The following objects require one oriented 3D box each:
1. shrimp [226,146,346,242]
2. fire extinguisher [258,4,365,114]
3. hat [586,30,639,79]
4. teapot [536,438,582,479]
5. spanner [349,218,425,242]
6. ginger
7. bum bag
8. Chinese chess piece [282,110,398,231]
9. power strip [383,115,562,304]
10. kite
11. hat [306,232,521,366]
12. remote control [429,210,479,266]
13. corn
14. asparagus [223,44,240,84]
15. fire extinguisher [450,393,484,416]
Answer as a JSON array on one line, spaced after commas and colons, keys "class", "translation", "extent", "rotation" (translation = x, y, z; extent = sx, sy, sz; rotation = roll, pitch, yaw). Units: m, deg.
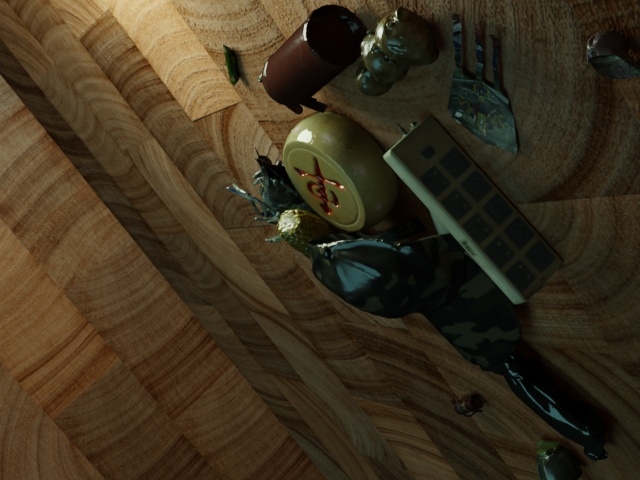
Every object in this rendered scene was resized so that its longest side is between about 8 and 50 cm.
[{"class": "shrimp", "translation": [-0.052, -0.063, 2.000], "extent": [0.166, 0.221, 0.410], "rotation": [-22, 138, 33]}, {"class": "fire extinguisher", "translation": [-0.016, -0.295, 1.633], "extent": [0.147, 0.106, 0.337], "rotation": [29, 163, -14]}, {"class": "hat", "translation": [0.359, -0.227, 1.123], "extent": [0.087, 0.042, 0.058], "rotation": [18, 172, -23]}, {"class": "teapot", "translation": [0.500, 0.482, 2.014], "extent": [0.124, 0.092, 0.091], "rotation": [-22, 93, 61]}, {"class": "spanner", "translation": [0.134, -0.001, 1.946], "extent": [0.093, 0.026, 0.325], "rotation": [49, 158, -8]}, {"class": "ginger", "translation": [0.107, -0.283, 1.432], "extent": [0.104, 0.080, 0.204], "rotation": [35, 158, -11]}, {"class": "bum bag", "translation": [0.449, 0.310, 1.830], "extent": [0.326, 0.080, 0.142], "rotation": [40, 165, 8]}, {"class": "Chinese chess piece", "translation": [0.037, -0.131, 1.805], "extent": [0.251, 0.097, 0.251], "rotation": [39, 156, 21]}, {"class": "power strip", "translation": [0.247, -0.055, 1.528], "extent": [0.367, 0.106, 0.043], "rotation": [48, 161, -1]}, {"class": "kite", "translation": [0.235, -0.229, 1.371], "extent": [0.141, 0.015, 0.245], "rotation": [32, 158, 31]}, {"class": "hat", "translation": [0.171, 0.120, 1.742], "extent": [0.382, 0.257, 0.366], "rotation": [63, 155, -10]}, {"class": "remote control", "translation": [0.250, -0.008, 1.680], "extent": [0.103, 0.051, 0.293], "rotation": [21, 149, 41]}, {"class": "corn", "translation": [0.003, 0.003, 1.914], "extent": [0.091, 0.091, 0.260], "rotation": [37, -175, 39]}, {"class": "asparagus", "translation": [-0.185, -0.367, 1.918], "extent": [0.025, 0.021, 0.108], "rotation": [31, 153, 26]}, {"class": "fire extinguisher", "translation": [0.350, 0.393, 2.207], "extent": [0.056, 0.039, 0.132], "rotation": [54, 159, 7]}]
